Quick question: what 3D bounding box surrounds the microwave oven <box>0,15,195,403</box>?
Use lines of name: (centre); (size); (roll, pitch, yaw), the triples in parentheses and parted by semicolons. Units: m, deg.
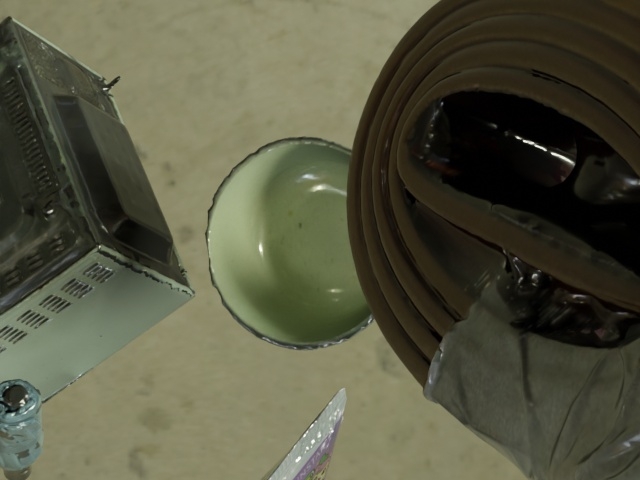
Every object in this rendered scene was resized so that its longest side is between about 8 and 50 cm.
microwave oven: (-0.350, -0.037, 1.773); (0.218, 0.286, 0.355); (32, 28, -54)

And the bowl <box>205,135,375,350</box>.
bowl: (0.000, 0.000, 1.557); (0.112, 0.211, 0.211); (-10, 89, -70)

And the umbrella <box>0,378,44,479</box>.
umbrella: (-0.306, 0.199, 1.549); (0.052, 0.250, 0.053); (22, 63, -1)

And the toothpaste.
toothpaste: (-0.038, 0.215, 1.175); (0.073, 0.299, 0.114); (37, 59, 11)

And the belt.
belt: (0.134, -0.002, 0.699); (0.122, 0.338, 0.217); (16, 104, -31)
